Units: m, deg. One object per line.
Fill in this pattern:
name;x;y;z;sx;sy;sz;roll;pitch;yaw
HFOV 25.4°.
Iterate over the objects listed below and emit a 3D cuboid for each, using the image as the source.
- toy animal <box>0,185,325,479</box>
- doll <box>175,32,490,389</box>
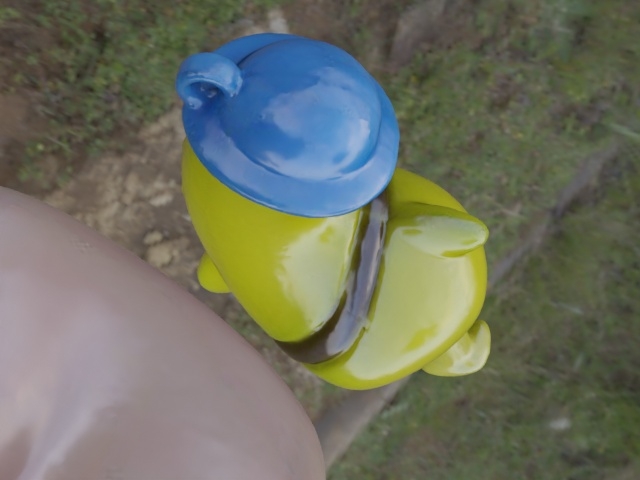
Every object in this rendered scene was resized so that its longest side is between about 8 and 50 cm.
toy animal;-0.123;0.104;0.595;0.256;0.195;0.213;38;71;-1
doll;0.000;0.000;0.850;0.363;0.199;0.145;54;33;-54
